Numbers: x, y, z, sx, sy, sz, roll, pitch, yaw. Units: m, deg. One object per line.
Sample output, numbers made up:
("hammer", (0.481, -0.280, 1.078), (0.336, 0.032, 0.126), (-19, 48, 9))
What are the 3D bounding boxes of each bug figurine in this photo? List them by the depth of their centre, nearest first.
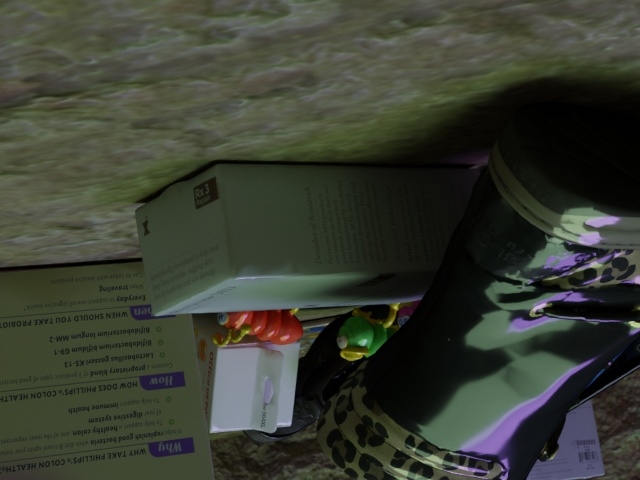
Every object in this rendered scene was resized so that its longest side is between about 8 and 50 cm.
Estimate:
("bug figurine", (0.031, 0.063, 1.364), (0.216, 0.072, 0.279), (18, 158, -23))

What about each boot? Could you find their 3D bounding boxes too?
("boot", (0.194, 0.060, 1.060), (0.377, 0.138, 0.284), (6, 129, -43))
("boot", (0.047, 0.132, 1.598), (0.263, 0.091, 0.229), (-35, -176, -33))

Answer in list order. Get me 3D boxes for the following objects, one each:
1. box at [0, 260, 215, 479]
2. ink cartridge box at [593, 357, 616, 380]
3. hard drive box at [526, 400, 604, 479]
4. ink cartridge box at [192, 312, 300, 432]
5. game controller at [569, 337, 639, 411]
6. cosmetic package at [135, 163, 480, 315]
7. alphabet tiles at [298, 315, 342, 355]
("box", (-0.214, 0.149, 1.251), (0.213, 0.243, 0.117), (-5, 169, -25))
("ink cartridge box", (0.251, 0.056, 1.394), (0.148, 0.086, 0.203), (-46, 163, 7))
("hard drive box", (0.215, 0.156, 1.668), (0.089, 0.232, 0.181), (-16, 167, 37))
("ink cartridge box", (-0.086, 0.127, 1.501), (0.090, 0.092, 0.143), (-2, -164, -27))
("game controller", (0.359, 0.084, 1.541), (0.319, 0.067, 0.166), (-37, -177, 23))
("cosmetic package", (0.000, 0.000, 1.065), (0.231, 0.085, 0.117), (-3, 167, -35))
("alphabet tiles", (-0.020, 0.126, 1.928), (0.342, 0.011, 0.285), (-10, 169, 6))
